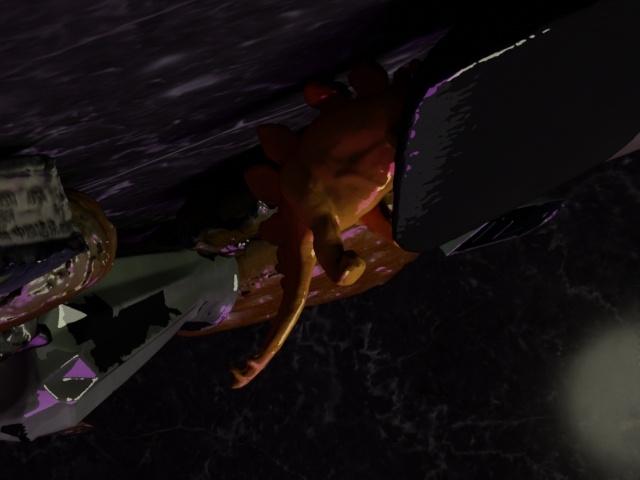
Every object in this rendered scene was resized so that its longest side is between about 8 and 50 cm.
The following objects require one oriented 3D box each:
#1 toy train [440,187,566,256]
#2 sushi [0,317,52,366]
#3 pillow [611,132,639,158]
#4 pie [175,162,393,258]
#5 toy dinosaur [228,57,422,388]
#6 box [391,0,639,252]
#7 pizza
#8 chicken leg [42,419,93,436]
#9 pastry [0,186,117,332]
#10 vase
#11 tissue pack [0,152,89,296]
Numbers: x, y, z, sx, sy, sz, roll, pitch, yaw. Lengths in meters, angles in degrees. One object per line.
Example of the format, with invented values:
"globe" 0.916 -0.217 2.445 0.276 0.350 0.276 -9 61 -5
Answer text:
"toy train" 0.210 -0.049 1.927 0.086 0.088 0.407 -41 169 17
"sushi" -0.269 0.055 1.222 0.084 0.094 0.098 -19 178 25
"pillow" 0.323 -0.140 1.801 0.274 0.076 0.281 -21 171 24
"pie" 0.061 -0.067 1.356 0.371 0.078 0.296 -18 176 -17
"toy dinosaur" 0.008 -0.039 1.003 0.288 0.117 0.070 -51 154 21
"box" 0.125 -0.080 0.918 0.212 0.042 0.201 -29 154 -21
"pizza" 0.000 0.000 1.695 0.409 0.114 0.278 -27 170 34
"chicken leg" -0.430 0.161 1.753 0.429 0.153 0.201 -8 147 -38
"pastry" -0.204 0.017 1.032 0.153 0.081 0.153 -23 175 -2
"vase" -0.199 0.066 1.445 0.165 0.165 0.360 -21 -179 26
"tissue pack" -0.247 0.017 0.790 0.173 0.073 0.235 -20 178 23
